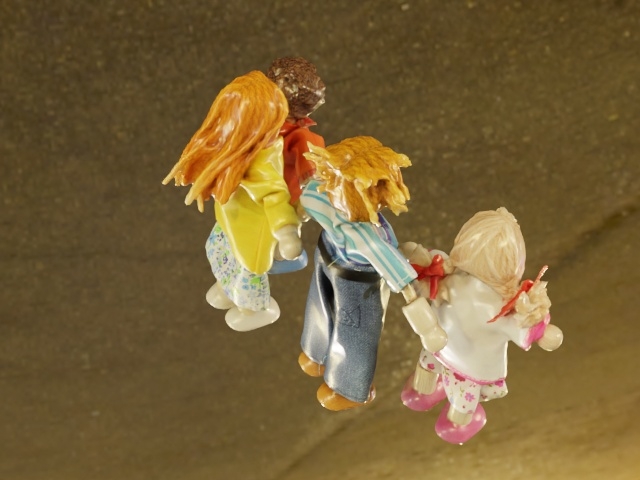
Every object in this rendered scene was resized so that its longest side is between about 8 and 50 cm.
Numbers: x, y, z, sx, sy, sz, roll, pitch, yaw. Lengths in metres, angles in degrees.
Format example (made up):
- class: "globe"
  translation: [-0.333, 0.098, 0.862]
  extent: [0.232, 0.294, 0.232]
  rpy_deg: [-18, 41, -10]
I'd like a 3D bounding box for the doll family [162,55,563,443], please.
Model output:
- class: "doll family"
  translation: [0.000, 0.000, 0.617]
  extent: [0.118, 0.263, 0.163]
  rpy_deg: [-23, 137, -33]
